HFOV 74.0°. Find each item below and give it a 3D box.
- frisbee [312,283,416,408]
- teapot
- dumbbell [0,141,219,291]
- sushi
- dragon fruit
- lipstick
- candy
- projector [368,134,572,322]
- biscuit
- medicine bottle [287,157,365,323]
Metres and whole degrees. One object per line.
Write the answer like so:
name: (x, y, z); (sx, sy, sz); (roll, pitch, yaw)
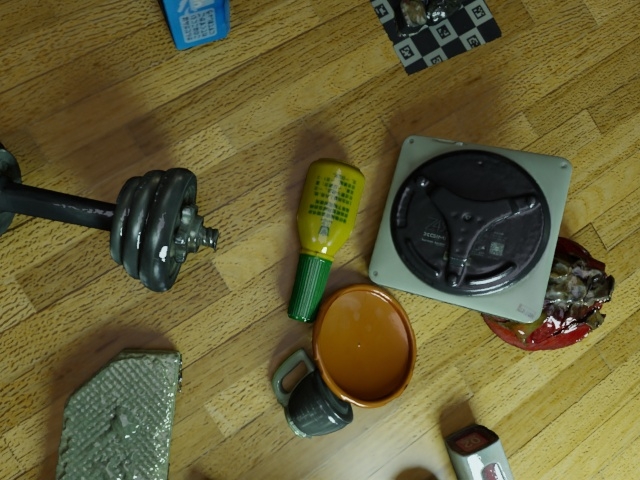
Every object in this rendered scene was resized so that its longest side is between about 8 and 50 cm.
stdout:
frisbee: (0.069, 0.164, 0.674); (0.192, 0.035, 0.191); (10, 68, -26)
teapot: (-0.016, 0.244, 0.655); (0.091, 0.124, 0.092); (-37, 136, 9)
dumbbell: (-0.340, -0.043, 0.562); (0.407, 0.179, 0.178); (12, 83, -10)
sushi: (0.212, -0.425, 0.757); (0.215, 0.050, 0.192); (-28, 90, -11)
dragon fruit: (0.385, 0.081, 0.696); (0.219, 0.148, 0.223); (-26, 90, -10)
lipstick: (0.282, 0.437, 0.684); (0.079, 0.077, 0.252); (-19, 90, -11)
candy: (-0.237, -0.467, 0.626); (0.100, 0.157, 0.305); (-23, 90, -11)
projector: (0.229, -0.027, 0.668); (0.258, 0.079, 0.258); (13, 83, 18)
biscuit: (-0.287, 0.282, 0.607); (0.151, 0.052, 0.251); (7, 84, -9)
medicine bottle: (0.000, 0.000, 0.675); (0.095, 0.064, 0.260); (15, 82, -7)
